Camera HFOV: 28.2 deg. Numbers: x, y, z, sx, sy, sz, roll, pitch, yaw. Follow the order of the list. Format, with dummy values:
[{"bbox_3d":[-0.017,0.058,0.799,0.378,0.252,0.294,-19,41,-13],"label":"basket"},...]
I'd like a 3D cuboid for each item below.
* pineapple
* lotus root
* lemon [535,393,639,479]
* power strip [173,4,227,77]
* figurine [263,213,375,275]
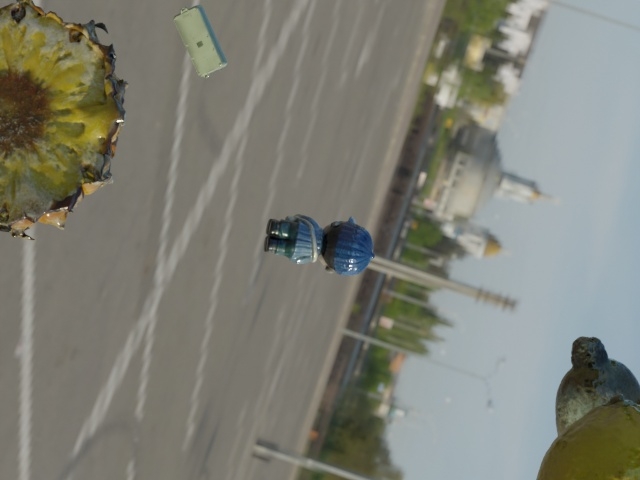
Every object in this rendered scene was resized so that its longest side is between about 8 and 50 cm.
[{"bbox_3d":[-0.254,-0.106,1.042,0.047,0.221,0.221,68,40,-82],"label":"pineapple"},{"bbox_3d":[0.335,0.206,1.524,0.088,0.113,0.192,-155,-128,-71],"label":"lotus root"},{"bbox_3d":[0.318,0.275,1.318,0.192,0.192,0.231,88,-6,-79],"label":"lemon"},{"bbox_3d":[-0.150,-0.248,1.587,0.090,0.040,0.016,66,25,-7],"label":"power strip"},{"bbox_3d":[0.000,0.000,1.768,0.087,0.149,0.086,162,-63,-76],"label":"figurine"}]
